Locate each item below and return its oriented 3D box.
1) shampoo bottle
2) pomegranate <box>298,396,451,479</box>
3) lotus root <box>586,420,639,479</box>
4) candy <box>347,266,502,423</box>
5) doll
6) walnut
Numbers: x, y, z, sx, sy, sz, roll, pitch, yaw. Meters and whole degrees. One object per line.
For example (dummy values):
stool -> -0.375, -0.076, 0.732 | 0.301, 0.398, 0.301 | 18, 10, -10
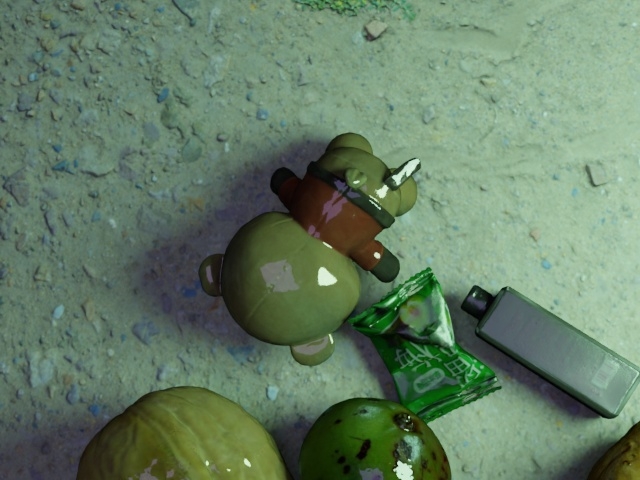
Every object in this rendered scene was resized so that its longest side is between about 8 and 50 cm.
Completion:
shampoo bottle -> 0.304, 0.143, 1.075 | 0.246, 0.079, 0.080 | 33, 86, 14
pomegranate -> 0.057, 0.322, 1.048 | 0.202, 0.202, 0.248 | 36, 118, 14
lotus root -> 0.409, 0.305, 0.979 | 0.199, 0.188, 0.180 | 25, 60, -14
candy -> 0.146, 0.153, 1.104 | 0.141, 0.078, 0.203 | -27, 99, 15
doll -> 0.000, 0.000, 1.107 | 0.235, 0.174, 0.330 | 36, 88, 3
walnut -> -0.171, 0.352, 1.032 | 0.313, 0.277, 0.252 | 49, 123, 11
